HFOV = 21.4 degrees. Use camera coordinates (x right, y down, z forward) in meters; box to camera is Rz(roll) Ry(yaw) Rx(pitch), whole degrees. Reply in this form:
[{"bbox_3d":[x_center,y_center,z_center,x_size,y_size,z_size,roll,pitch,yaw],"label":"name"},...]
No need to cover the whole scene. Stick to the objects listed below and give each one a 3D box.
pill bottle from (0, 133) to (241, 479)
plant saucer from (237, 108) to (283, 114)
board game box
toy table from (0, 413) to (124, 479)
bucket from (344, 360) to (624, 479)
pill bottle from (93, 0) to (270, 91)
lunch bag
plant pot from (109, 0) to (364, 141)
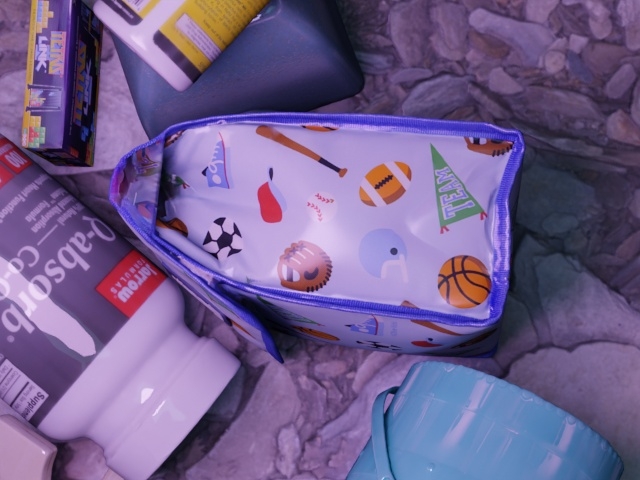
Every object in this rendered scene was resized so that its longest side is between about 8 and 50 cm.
[{"bbox_3d":[-0.273,0.074,1.750,0.363,0.210,0.210,40,89,-2],"label":"pill bottle"},{"bbox_3d":[-0.074,-0.109,1.824,0.119,0.119,0.021,-19,64,3],"label":"plant saucer"},{"bbox_3d":[-0.277,-0.173,1.832,0.048,0.141,0.170,3,85,5],"label":"board game box"},{"bbox_3d":[-0.262,0.315,1.750,0.274,0.252,0.161,30,105,1],"label":"toy table"},{"bbox_3d":[0.156,0.255,1.687,0.281,0.281,0.183,26,73,7],"label":"bucket"},{"bbox_3d":[-0.102,-0.251,1.582,0.119,0.119,0.208,43,90,8],"label":"pill bottle"},{"bbox_3d":[0.000,0.000,1.701,0.386,0.328,0.238,8,80,5],"label":"lunch bag"},{"bbox_3d":[-0.115,-0.250,1.770,0.248,0.252,0.247,-19,84,3],"label":"plant pot"}]
